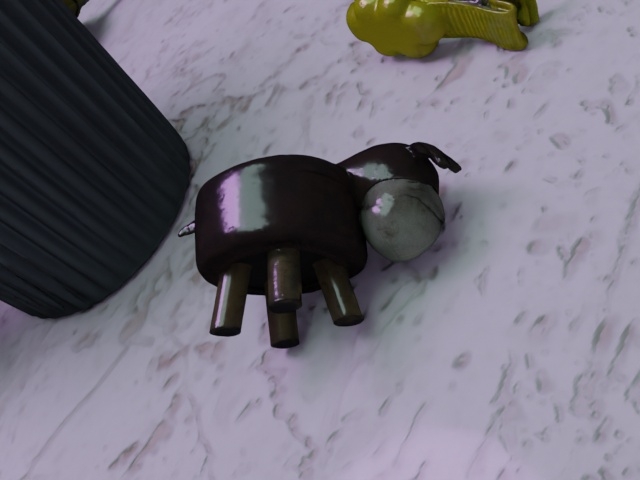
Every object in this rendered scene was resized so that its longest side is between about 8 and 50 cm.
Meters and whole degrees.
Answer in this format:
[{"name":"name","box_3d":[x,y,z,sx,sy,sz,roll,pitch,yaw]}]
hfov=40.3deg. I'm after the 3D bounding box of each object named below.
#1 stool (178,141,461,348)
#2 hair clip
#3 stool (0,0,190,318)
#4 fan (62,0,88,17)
[{"name":"stool","box_3d":[0.000,0.000,0.625,0.217,0.125,0.121,-13,65,9]},{"name":"hair clip","box_3d":[0.096,-0.185,0.739,0.173,0.072,0.046,8,59,34]},{"name":"stool","box_3d":[-0.323,-0.108,0.825,0.297,0.330,0.297,-23,44,24]},{"name":"fan","box_3d":[-0.395,-0.307,1.233,0.335,0.011,0.229,-33,4,-13]}]
